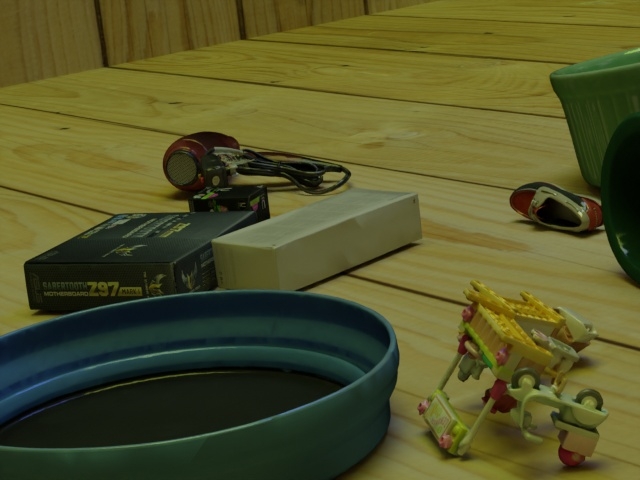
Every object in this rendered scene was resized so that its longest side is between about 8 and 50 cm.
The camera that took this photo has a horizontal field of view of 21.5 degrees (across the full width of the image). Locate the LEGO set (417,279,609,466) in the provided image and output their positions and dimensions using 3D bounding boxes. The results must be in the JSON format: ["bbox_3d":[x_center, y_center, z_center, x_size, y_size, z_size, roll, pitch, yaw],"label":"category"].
[{"bbox_3d":[0.149,0.110,1.356,0.132,0.107,0.287,29,12,0],"label":"LEGO set"}]

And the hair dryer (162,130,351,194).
[{"bbox_3d":[-0.105,-0.095,2.322,0.223,0.080,0.293,4,14,-24],"label":"hair dryer"}]

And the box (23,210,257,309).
[{"bbox_3d":[-0.193,0.020,1.873,0.183,0.059,0.232,0,15,22],"label":"box"}]

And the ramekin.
[{"bbox_3d":[0.442,-0.163,2.052,0.303,0.148,0.303,-13,8,2],"label":"ramekin"}]

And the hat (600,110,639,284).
[{"bbox_3d":[0.394,-0.047,1.673,0.183,0.173,0.208,-3,24,-17],"label":"hat"}]

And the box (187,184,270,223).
[{"bbox_3d":[-0.111,-0.036,2.073,0.083,0.052,0.062,0,16,21],"label":"box"}]

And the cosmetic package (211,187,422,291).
[{"bbox_3d":[0.000,0.000,1.860,0.099,0.060,0.239,4,18,43],"label":"cosmetic package"}]

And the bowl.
[{"bbox_3d":[-0.128,0.132,1.367,0.391,0.077,0.391,-6,14,2],"label":"bowl"}]

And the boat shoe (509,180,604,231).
[{"bbox_3d":[0.263,-0.036,1.915,0.043,0.049,0.137,-20,24,-36],"label":"boat shoe"}]
